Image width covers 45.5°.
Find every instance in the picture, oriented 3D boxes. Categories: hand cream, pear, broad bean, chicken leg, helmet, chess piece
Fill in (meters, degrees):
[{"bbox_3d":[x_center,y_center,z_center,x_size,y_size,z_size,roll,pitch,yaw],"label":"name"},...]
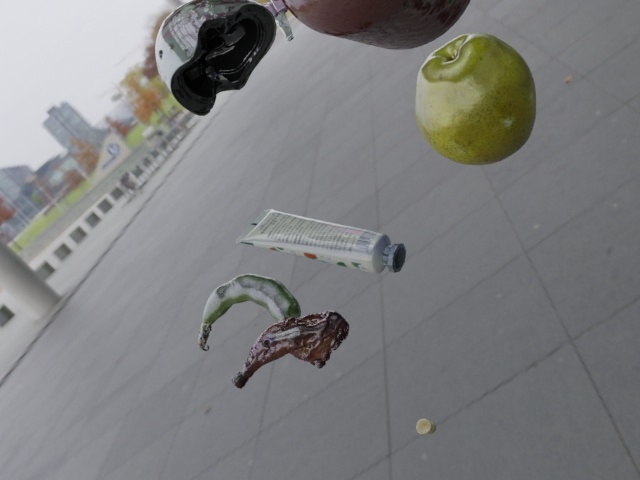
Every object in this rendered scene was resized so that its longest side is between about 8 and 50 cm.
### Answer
[{"bbox_3d":[0.000,0.000,1.170,0.276,0.059,0.095,13,44,31],"label":"hand cream"},{"bbox_3d":[0.348,-0.309,1.701,0.294,0.294,0.294,-39,15,12],"label":"pear"},{"bbox_3d":[-0.136,0.133,1.491,0.291,0.049,0.144,-13,70,37],"label":"broad bean"},{"bbox_3d":[-0.051,0.167,1.201,0.205,0.093,0.053,-16,-6,15],"label":"chicken leg"},{"bbox_3d":[-0.160,-0.275,1.062,0.177,0.107,0.153,-43,-20,-20],"label":"helmet"},{"bbox_3d":[0.249,0.430,1.753,0.035,0.035,0.092,-40,-26,8],"label":"chess piece"}]

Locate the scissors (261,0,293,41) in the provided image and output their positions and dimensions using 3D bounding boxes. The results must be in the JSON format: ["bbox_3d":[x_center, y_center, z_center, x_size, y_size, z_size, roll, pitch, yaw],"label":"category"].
[{"bbox_3d":[-0.069,-0.373,1.271,0.110,0.021,0.212,-39,31,13],"label":"scissors"}]

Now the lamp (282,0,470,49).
[{"bbox_3d":[0.059,-0.280,0.734,0.180,0.180,0.258,-32,-11,33],"label":"lamp"}]
